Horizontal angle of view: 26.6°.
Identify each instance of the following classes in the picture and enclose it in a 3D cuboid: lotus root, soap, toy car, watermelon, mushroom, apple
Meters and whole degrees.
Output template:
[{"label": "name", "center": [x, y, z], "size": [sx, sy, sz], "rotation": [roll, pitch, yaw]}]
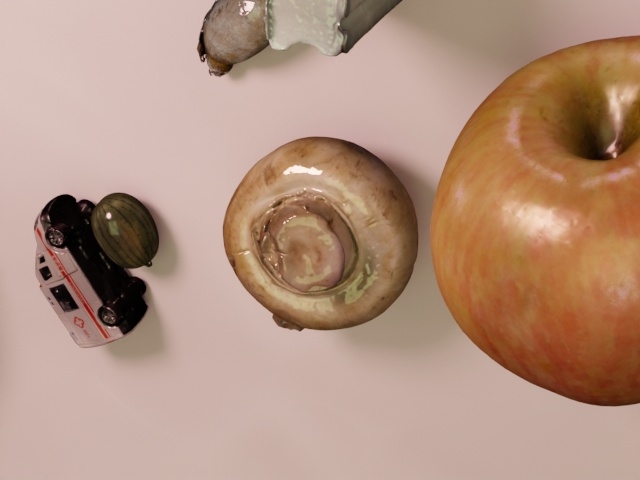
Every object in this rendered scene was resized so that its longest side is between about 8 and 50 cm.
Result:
[{"label": "lotus root", "center": [-0.095, -0.257, 1.606], "size": [0.088, 0.088, 0.165], "rotation": [46, 128, -7]}, {"label": "soap", "center": [0.021, -0.301, 1.446], "size": [0.094, 0.261, 0.150], "rotation": [5, 115, 19]}, {"label": "toy car", "center": [-0.324, 0.042, 1.808], "size": [0.108, 0.089, 0.209], "rotation": [-19, 111, 32]}, {"label": "watermelon", "center": [-0.253, -0.011, 1.767], "size": [0.078, 0.078, 0.110], "rotation": [-18, 113, 23]}, {"label": "mushroom", "center": [0.000, 0.000, 1.638], "size": [0.255, 0.184, 0.254], "rotation": [1, 109, 3]}, {"label": "apple", "center": [0.312, -0.012, 1.431], "size": [0.392, 0.391, 0.346], "rotation": [-4, 133, 19]}]
